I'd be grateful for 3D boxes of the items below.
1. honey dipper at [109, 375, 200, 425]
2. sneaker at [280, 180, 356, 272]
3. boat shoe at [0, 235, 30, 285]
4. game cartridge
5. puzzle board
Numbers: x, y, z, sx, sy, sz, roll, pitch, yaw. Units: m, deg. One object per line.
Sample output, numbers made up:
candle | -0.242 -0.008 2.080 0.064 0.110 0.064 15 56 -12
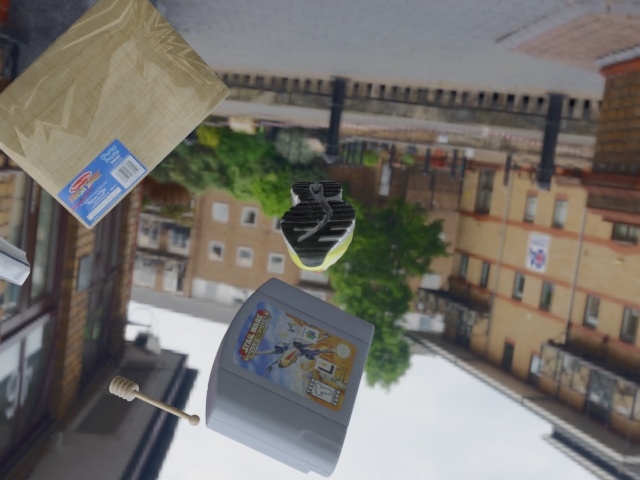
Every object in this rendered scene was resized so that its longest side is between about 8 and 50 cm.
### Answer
honey dipper | -0.258 0.256 1.369 0.160 0.031 0.030 21 -171 19
sneaker | 0.000 0.000 0.998 0.081 0.094 0.208 1 -160 3
boat shoe | -0.420 -0.054 0.952 0.267 0.088 0.096 37 165 -11
game cartridge | -0.041 0.170 1.193 0.198 0.062 0.297 29 -147 -5
puzzle board | -0.134 -0.084 0.545 0.096 0.128 0.011 47 176 -25
